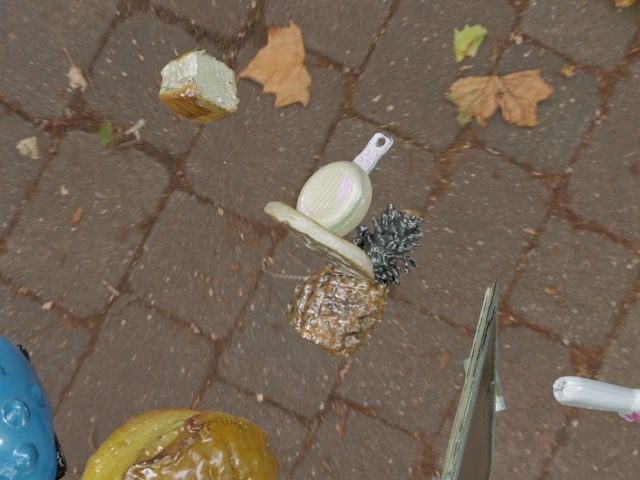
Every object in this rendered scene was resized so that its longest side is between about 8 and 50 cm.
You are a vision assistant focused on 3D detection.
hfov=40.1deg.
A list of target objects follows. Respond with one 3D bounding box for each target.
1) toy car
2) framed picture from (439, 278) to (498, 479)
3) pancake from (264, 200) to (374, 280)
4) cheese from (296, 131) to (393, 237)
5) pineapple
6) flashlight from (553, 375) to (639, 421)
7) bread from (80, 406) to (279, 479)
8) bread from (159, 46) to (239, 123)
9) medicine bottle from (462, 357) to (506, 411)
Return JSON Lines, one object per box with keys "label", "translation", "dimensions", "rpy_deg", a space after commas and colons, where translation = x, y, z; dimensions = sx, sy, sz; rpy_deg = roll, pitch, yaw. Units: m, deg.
{"label": "toy car", "translation": [-0.431, 0.222, 1.082], "dimensions": [0.188, 0.190, 0.255], "rpy_deg": [-19, 61, -19]}
{"label": "framed picture", "translation": [0.125, 0.198, 0.740], "dimensions": [0.016, 0.216, 0.273], "rpy_deg": [8, 133, 18]}
{"label": "pancake", "translation": [-0.001, 0.001, 0.980], "dimensions": [0.151, 0.151, 0.025], "rpy_deg": [32, 84, -8]}
{"label": "cheese", "translation": [0.051, -0.106, 1.616], "dimensions": [0.137, 0.064, 0.227], "rpy_deg": [39, 92, 35]}
{"label": "pineapple", "translation": [0.065, 0.056, 1.468], "dimensions": [0.157, 0.158, 0.279], "rpy_deg": [33, 95, -8]}
{"label": "flashlight", "translation": [0.470, 0.259, 1.425], "dimensions": [0.200, 0.093, 0.048], "rpy_deg": [13, 63, -17]}
{"label": "bread", "translation": [-0.235, 0.460, 1.480], "dimensions": [0.398, 0.215, 0.398], "rpy_deg": [-5, 97, -48]}
{"label": "bread", "translation": [-0.153, -0.188, 1.099], "dimensions": [0.083, 0.070, 0.077], "rpy_deg": [24, 54, -42]}
{"label": "medicine bottle", "translation": [0.241, 0.211, 1.287], "dimensions": [0.047, 0.047, 0.083], "rpy_deg": [-12, 79, -5]}
